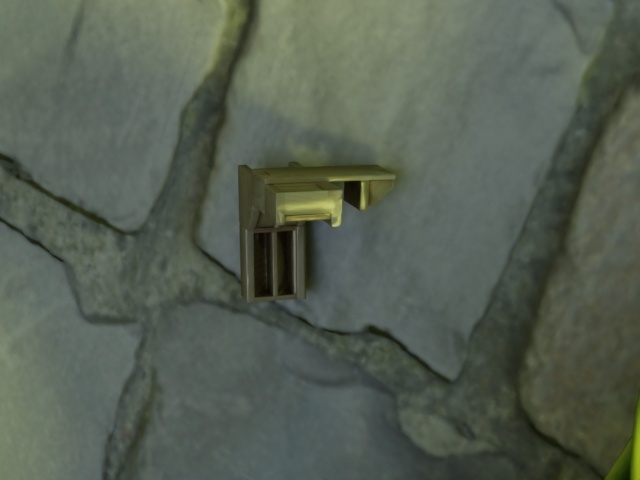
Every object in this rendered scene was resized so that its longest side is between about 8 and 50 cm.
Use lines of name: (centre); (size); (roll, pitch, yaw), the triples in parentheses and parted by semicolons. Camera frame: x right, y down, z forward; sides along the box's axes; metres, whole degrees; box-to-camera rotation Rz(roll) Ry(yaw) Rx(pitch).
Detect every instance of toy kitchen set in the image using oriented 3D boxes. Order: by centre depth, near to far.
toy kitchen set: (0.000, 0.000, 0.666); (0.068, 0.083, 0.075); (-4, 103, -15)

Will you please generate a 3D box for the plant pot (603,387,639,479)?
plant pot: (0.232, 0.069, 0.481); (0.227, 0.228, 0.207); (29, 120, 18)
